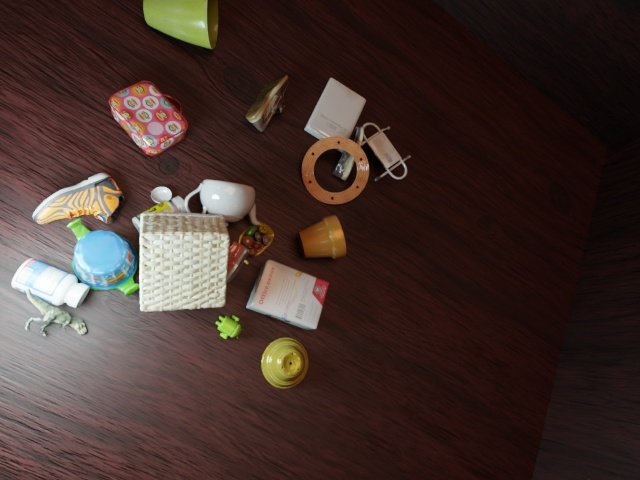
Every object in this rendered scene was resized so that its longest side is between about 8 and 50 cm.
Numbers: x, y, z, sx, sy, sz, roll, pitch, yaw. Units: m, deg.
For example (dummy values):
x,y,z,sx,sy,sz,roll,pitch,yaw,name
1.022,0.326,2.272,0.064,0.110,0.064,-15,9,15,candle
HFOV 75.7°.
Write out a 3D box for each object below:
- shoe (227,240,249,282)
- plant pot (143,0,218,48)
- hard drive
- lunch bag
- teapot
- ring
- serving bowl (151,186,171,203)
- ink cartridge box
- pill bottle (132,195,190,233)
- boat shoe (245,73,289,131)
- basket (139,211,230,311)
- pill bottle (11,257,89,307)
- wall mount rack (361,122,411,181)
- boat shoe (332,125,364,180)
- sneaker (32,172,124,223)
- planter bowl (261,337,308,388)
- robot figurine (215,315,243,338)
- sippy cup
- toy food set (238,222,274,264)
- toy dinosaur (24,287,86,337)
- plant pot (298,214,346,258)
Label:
x,y,z,sx,sy,sz,roll,pitch,yaw,name
-0.389,0.092,1.804,0.081,0.063,0.177,32,91,9,shoe
-0.645,-1.049,1.900,0.294,0.274,0.274,5,75,-5,plant pot
0.084,-0.674,2.204,0.233,0.047,0.352,28,69,-13,hard drive
-0.731,-0.545,1.798,0.258,0.120,0.293,-42,94,-26,lunch bag
-0.411,-0.156,1.783,0.256,0.252,0.186,10,92,11,teapot
0.074,-0.348,2.058,0.337,0.032,0.335,-1,101,-5,ring
-0.684,-0.190,1.776,0.084,0.027,0.083,6,61,-12,serving bowl
-0.143,0.245,1.839,0.307,0.131,0.225,23,70,-14,ink cartridge box
-0.658,-0.093,1.717,0.209,0.119,0.119,-36,92,-26,pill bottle
-0.240,-0.683,2.051,0.123,0.124,0.341,48,55,-38,boat shoe
-0.521,0.080,1.587,0.332,0.266,0.327,0,108,-22,basket
-0.985,0.164,1.517,0.222,0.124,0.124,28,68,-14,pill bottle
0.356,-0.489,2.233,0.304,0.130,0.349,-36,92,-22,wall mount rack
0.141,-0.453,2.107,0.093,0.103,0.284,18,100,-9,boat shoe
-0.924,-0.122,1.612,0.321,0.125,0.180,-39,92,-25,sneaker
-0.140,0.533,1.792,0.218,0.090,0.216,6,75,-22,planter bowl
-0.387,0.365,1.744,0.115,0.067,0.101,35,73,-11,robot figurine
-0.818,0.062,1.556,0.306,0.224,0.239,18,71,-17,sippy cup
-0.300,0.002,1.867,0.128,0.071,0.218,45,65,-7,toy food set
-0.985,0.282,1.488,0.118,0.064,0.268,-47,134,-14,toy dinosaur
0.000,0.000,1.933,0.188,0.205,0.204,-14,83,-10,plant pot
